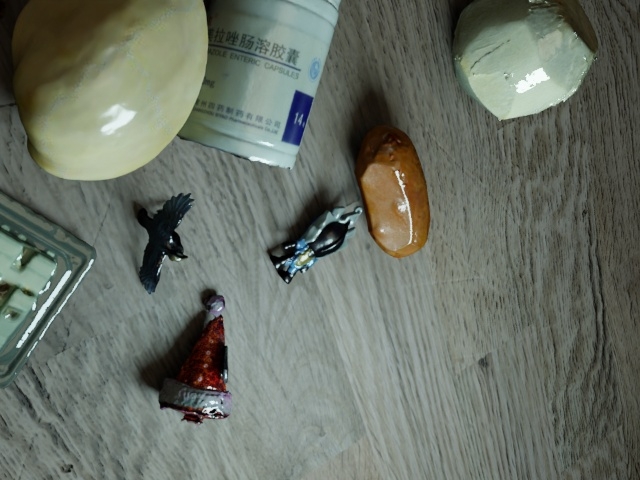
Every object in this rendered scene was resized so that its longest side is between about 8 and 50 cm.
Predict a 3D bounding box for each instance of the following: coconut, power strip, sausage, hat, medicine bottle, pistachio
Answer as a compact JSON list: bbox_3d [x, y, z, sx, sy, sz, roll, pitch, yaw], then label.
[{"bbox_3d":[0.360,-0.344,1.218,0.245,0.247,0.245,26,50,-37],"label":"coconut"},{"bbox_3d":[-0.486,0.060,0.927,0.257,0.092,0.251,36,88,-28],"label":"power strip"},{"bbox_3d":[0.138,-0.089,1.224,0.133,0.133,0.258,-27,117,-21],"label":"sausage"},{"bbox_3d":[-0.195,0.207,1.143,0.140,0.129,0.227,46,55,-72],"label":"hat"},{"bbox_3d":[-0.086,-0.290,1.000,0.190,0.190,0.332,12,97,-32],"label":"medicine bottle"},{"bbox_3d":[-0.282,-0.230,0.877,0.238,0.229,0.321,29,92,-27],"label":"pistachio"}]

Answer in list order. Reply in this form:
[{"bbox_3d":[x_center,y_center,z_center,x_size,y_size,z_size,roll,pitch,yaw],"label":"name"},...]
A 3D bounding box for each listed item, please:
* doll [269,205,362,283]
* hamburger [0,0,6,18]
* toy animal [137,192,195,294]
[{"bbox_3d":[0.000,0.000,1.204,0.195,0.070,0.096,-37,131,-7],"label":"doll"},{"bbox_3d":[-0.436,-0.369,0.781,0.118,0.182,0.191,0,120,-35],"label":"hamburger"},{"bbox_3d":[-0.248,-0.007,1.040,0.062,0.108,0.220,3,137,-34],"label":"toy animal"}]
